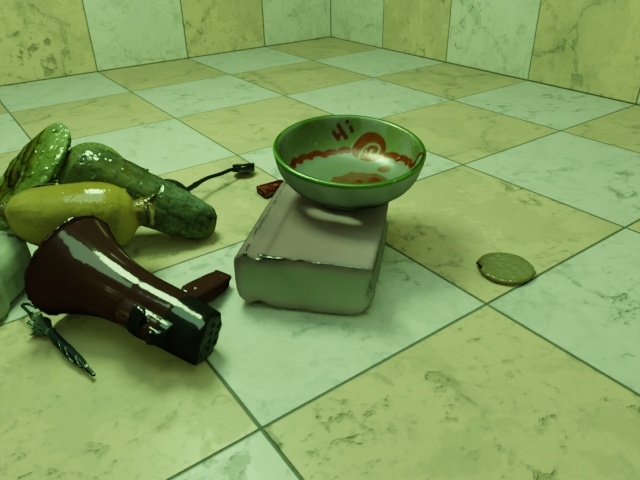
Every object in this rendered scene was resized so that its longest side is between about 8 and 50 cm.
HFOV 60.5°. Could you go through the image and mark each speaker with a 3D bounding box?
[{"bbox_3d":[-0.316,0.109,1.006,0.329,0.198,0.259,24,-4,13],"label":"speaker"}]

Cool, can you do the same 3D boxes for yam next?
[{"bbox_3d":[-0.390,-0.096,1.241,0.330,0.133,0.133,23,26,-15],"label":"yam"}]

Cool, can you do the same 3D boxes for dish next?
[{"bbox_3d":[0.060,-0.150,1.188,0.324,0.124,0.324,1,37,-1],"label":"dish"}]

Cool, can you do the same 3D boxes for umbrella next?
[{"bbox_3d":[-0.471,0.171,0.958,0.269,0.044,0.044,27,7,37],"label":"umbrella"}]

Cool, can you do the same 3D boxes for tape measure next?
[{"bbox_3d":[-0.716,0.072,1.047,0.258,0.130,0.265,-3,30,2],"label":"tape measure"}]

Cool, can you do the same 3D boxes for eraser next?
[{"bbox_3d":[0.000,0.000,1.156,0.272,0.123,0.359,7,31,7],"label":"eraser"}]

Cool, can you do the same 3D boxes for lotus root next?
[{"bbox_3d":[-0.486,-0.045,1.106,0.303,0.146,0.131,-2,61,-9],"label":"lotus root"}]

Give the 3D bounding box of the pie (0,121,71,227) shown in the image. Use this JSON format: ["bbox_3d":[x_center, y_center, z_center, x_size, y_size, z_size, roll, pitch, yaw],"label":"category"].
[{"bbox_3d":[-0.727,-0.160,1.364,0.306,0.071,0.307,-25,47,30],"label":"pie"}]

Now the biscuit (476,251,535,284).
[{"bbox_3d":[0.386,0.056,1.144,0.120,0.015,0.120,-1,30,0],"label":"biscuit"}]

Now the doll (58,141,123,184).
[{"bbox_3d":[-0.564,-0.153,1.400,0.177,0.162,0.260,-23,39,-31],"label":"doll"}]

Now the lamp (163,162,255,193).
[{"bbox_3d":[-0.300,-0.137,1.484,0.130,0.109,0.371,-3,13,21],"label":"lamp"}]

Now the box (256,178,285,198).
[{"bbox_3d":[-0.128,-0.141,1.499,0.082,0.023,0.051,-19,35,-27],"label":"box"}]
